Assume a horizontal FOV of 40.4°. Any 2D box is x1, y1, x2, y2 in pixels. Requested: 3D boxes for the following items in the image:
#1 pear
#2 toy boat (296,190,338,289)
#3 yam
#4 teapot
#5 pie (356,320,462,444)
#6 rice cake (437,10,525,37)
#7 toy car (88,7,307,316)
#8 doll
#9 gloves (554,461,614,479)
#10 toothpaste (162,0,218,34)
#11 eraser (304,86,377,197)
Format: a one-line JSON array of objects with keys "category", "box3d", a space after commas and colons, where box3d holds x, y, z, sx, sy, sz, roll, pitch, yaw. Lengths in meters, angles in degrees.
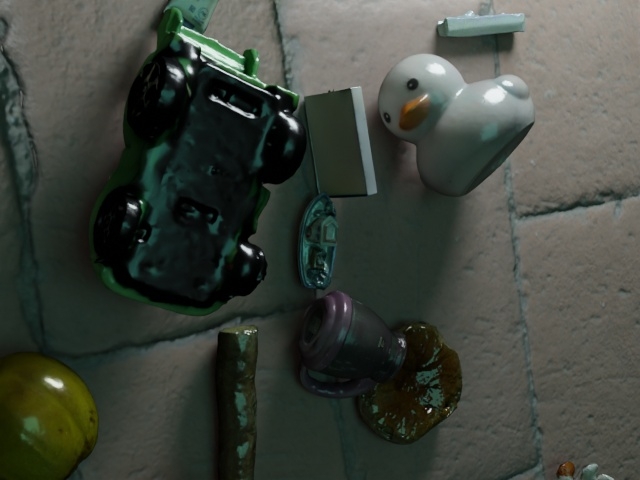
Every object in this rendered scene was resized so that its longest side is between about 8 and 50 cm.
[{"category": "pear", "box3d": [-0.326, 0.205, 0.975, 0.149, 0.149, 0.162, -47, 110, -23]}, {"category": "toy boat", "box3d": [0.000, 0.000, 1.230, 0.059, 0.066, 0.140, 5, 88, -30]}, {"category": "yam", "box3d": [-0.111, 0.250, 1.170, 0.061, 0.061, 0.274, -2, 94, -33]}, {"category": "teapot", "box3d": [0.045, 0.160, 1.225, 0.146, 0.116, 0.148, 25, 84, -21]}, {"category": "pie", "box3d": [0.136, 0.214, 1.339, 0.195, 0.046, 0.195, 1, 88, -32]}, {"category": "rice cake", "box3d": [0.264, -0.353, 1.410, 0.180, 0.030, 0.042, -12, 104, -32]}, {"category": "toy car", "box3d": [-0.157, -0.097, 1.066, 0.213, 0.176, 0.359, 19, 87, -35]}, {"category": "doll", "box3d": [0.192, -0.186, 1.299, 0.251, 0.221, 0.221, -24, 106, -54]}, {"category": "gloves", "box3d": [0.470, 0.499, 1.537, 0.140, 0.131, 0.219, -21, 77, -20]}, {"category": "toothpaste", "box3d": [-0.133, -0.368, 1.146, 0.062, 0.037, 0.216, 34, 78, -29]}, {"category": "eraser", "box3d": [0.026, -0.135, 1.220, 0.023, 0.104, 0.150, -16, 100, -40]}]
